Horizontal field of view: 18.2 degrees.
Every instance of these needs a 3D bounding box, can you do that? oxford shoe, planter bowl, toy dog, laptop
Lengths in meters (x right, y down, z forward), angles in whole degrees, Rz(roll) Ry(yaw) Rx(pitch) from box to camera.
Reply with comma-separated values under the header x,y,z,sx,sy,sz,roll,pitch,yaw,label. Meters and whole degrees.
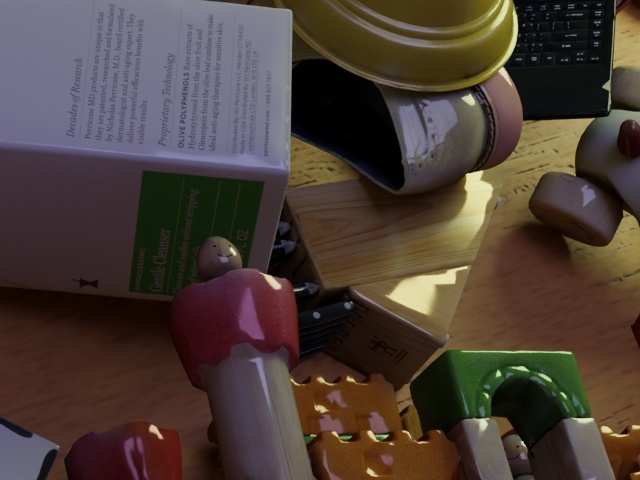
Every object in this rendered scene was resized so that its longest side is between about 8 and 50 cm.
x,y,z,sx,sy,sz,roll,pitch,yaw,label
-0.019,-0.179,1.659,0.397,0.140,0.146,37,43,26,oxford shoe
0.071,-0.227,1.591,0.217,0.090,0.217,11,48,-12,planter bowl
0.352,-0.036,1.726,0.333,0.161,0.220,8,83,2,toy dog
0.140,-0.240,1.761,0.234,0.137,0.264,-2,48,14,laptop

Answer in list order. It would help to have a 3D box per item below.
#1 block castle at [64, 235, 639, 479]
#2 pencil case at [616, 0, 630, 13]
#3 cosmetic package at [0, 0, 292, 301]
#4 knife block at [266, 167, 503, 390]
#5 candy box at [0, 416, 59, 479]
x,y,z,sx,sy,sz,roll,pitch,yaw,label
0.071,0.142,1.429,0.453,0.303,0.213,1,58,-28,block castle
0.159,-0.355,1.887,0.386,0.167,0.160,42,87,1,pencil case
-0.212,-0.074,1.444,0.365,0.197,0.155,4,57,-6,cosmetic package
0.000,0.000,1.626,0.242,0.088,0.276,31,50,-7,knife block
-0.296,0.208,1.344,0.159,0.071,0.233,29,51,-7,candy box
